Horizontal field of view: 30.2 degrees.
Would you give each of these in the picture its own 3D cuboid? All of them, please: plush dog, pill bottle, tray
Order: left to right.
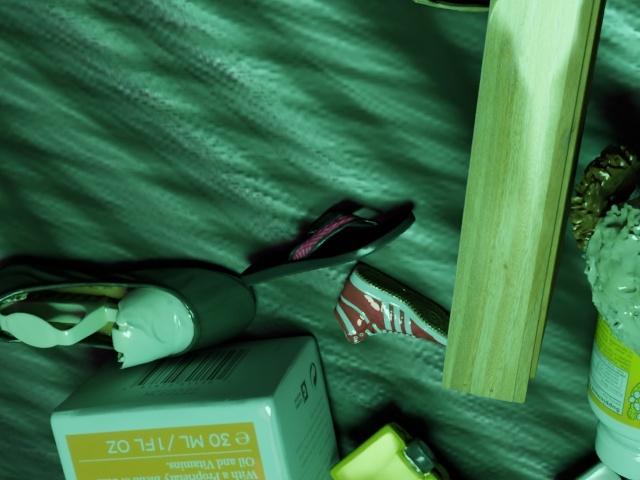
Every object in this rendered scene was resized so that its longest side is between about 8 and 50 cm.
[{"bbox_3d":[0.166,-0.103,0.901,0.076,0.203,0.411,10,120,13],"label":"tray"},{"bbox_3d":[0.297,0.104,1.037,0.117,0.118,0.209,7,119,9],"label":"pill bottle"},{"bbox_3d":[0.297,0.015,0.854,0.225,0.210,0.262,-32,87,42],"label":"plush dog"}]

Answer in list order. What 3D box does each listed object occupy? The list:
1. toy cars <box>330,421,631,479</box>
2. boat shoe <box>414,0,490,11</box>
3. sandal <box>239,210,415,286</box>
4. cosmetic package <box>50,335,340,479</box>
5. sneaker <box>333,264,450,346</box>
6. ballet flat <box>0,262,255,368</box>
[{"bbox_3d":[0.202,0.276,1.174,0.393,0.087,0.177,9,104,4],"label":"toy cars"},{"bbox_3d":[0.091,-0.214,0.952,0.135,0.045,0.050,9,120,8],"label":"boat shoe"},{"bbox_3d":[0.000,0.000,1.083,0.179,0.067,0.040,-16,102,24],"label":"sandal"},{"bbox_3d":[-0.087,0.340,1.187,0.230,0.161,0.454,-7,105,17],"label":"cosmetic package"},{"bbox_3d":[0.069,0.079,1.121,0.118,0.042,0.067,33,117,3],"label":"sneaker"},{"bbox_3d":[-0.206,0.079,1.154,0.280,0.096,0.095,1,117,13],"label":"ballet flat"}]
